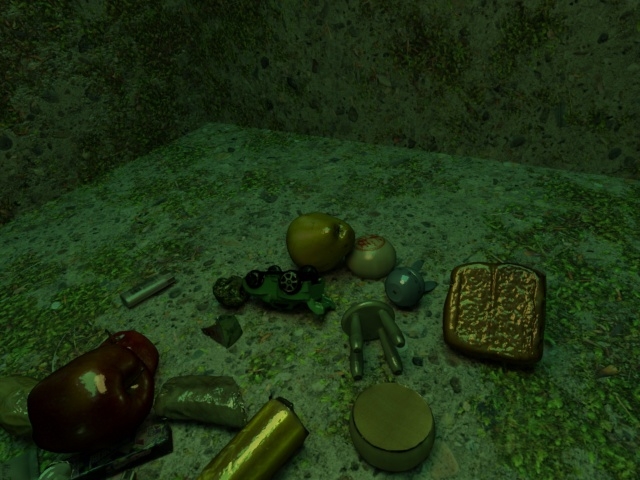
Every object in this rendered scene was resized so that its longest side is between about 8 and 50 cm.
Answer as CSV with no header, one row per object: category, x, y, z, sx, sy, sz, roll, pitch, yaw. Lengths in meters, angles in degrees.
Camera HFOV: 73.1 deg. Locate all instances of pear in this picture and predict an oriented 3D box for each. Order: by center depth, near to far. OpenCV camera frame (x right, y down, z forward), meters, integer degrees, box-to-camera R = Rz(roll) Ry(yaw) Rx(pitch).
pear,0.003,-0.007,1.883,0.336,0.285,0.285,-31,22,30

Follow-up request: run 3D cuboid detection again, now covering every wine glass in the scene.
wine glass,-0.650,0.656,1.114,0.122,0.183,0.122,-4,33,3

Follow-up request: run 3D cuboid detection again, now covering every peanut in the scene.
peanut,-0.942,0.524,1.375,0.339,0.159,0.174,8,35,29

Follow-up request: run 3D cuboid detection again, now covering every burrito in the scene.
burrito,-0.361,0.500,1.375,0.346,0.107,0.175,2,35,14

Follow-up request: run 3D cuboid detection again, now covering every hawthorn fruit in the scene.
hawthorn fruit,-0.670,0.384,1.460,0.207,0.244,0.208,-8,29,5

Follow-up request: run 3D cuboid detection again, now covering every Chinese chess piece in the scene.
Chinese chess piece,0.207,0.534,1.254,0.249,0.103,0.250,-3,33,2

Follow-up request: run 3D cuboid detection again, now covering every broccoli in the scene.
broccoli,-0.366,0.212,1.784,0.162,0.138,0.146,33,22,-16

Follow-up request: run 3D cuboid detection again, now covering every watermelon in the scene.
watermelon,-0.369,0.350,1.653,0.158,0.121,0.097,-36,-6,38

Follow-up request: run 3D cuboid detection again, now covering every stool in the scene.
stool,0.175,0.337,1.472,0.195,0.196,0.199,-5,39,-1

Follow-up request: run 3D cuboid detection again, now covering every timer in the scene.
timer,0.353,0.177,1.745,0.175,0.176,0.255,13,10,24

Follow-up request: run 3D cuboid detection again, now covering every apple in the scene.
apple,-0.649,0.459,1.242,0.316,0.288,0.288,-21,35,2

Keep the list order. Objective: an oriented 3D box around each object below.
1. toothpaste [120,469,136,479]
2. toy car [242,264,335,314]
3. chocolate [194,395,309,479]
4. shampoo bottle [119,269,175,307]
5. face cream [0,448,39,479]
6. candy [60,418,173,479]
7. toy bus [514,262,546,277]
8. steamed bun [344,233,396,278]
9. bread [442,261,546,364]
toothpaste,-0.541,0.727,1.125,0.062,0.039,0.239,3,37,0
toy car,-0.129,0.193,1.730,0.358,0.177,0.213,-1,2,19
chocolate,-0.233,0.616,1.139,0.162,0.162,0.445,23,45,35
shampoo bottle,-0.756,0.208,1.894,0.086,0.056,0.227,22,43,37
face cream,-0.957,0.703,1.188,0.314,0.089,0.143,-14,34,-32
candy,-0.591,0.625,1.258,0.312,0.061,0.088,-17,33,-17
toy bus,0.759,0.192,1.646,0.142,0.142,0.202,22,42,34
steamed bun,0.222,0.054,1.914,0.231,0.145,0.232,-3,35,2
bread,0.598,0.245,1.497,0.327,0.148,0.338,2,73,22
